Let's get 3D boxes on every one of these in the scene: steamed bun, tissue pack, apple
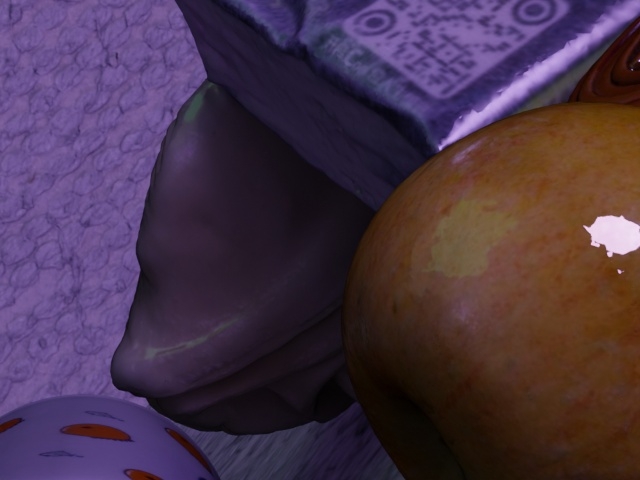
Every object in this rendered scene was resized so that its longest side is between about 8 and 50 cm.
[{"bbox_3d":[0.003,-0.004,1.052,0.310,0.219,0.324,-54,-13,-61],"label":"steamed bun"},{"bbox_3d":[0.143,-0.180,0.812,0.394,0.124,0.288,-37,45,-15],"label":"tissue pack"},{"bbox_3d":[0.097,0.033,0.533,0.155,0.182,0.182,-37,3,-18],"label":"apple"}]

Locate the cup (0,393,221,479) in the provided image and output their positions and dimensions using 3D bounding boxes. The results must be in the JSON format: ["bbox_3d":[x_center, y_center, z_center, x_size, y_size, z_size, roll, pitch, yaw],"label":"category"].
[{"bbox_3d":[-0.144,0.216,0.807,0.212,0.212,0.317,-47,7,-3],"label":"cup"}]

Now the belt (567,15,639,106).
[{"bbox_3d":[0.232,-0.097,0.592,0.261,0.105,0.184,-33,12,18],"label":"belt"}]
